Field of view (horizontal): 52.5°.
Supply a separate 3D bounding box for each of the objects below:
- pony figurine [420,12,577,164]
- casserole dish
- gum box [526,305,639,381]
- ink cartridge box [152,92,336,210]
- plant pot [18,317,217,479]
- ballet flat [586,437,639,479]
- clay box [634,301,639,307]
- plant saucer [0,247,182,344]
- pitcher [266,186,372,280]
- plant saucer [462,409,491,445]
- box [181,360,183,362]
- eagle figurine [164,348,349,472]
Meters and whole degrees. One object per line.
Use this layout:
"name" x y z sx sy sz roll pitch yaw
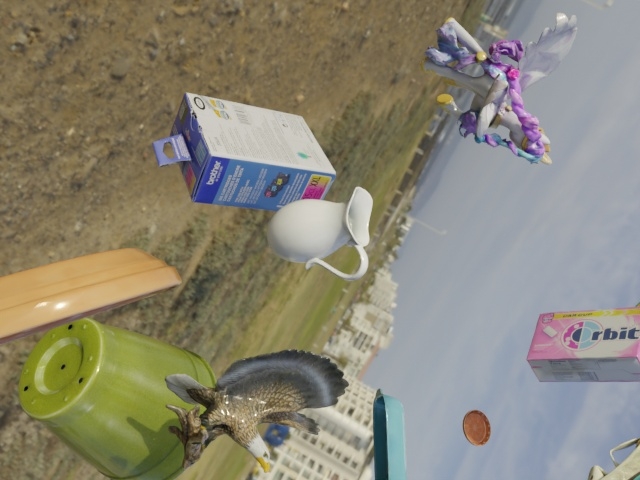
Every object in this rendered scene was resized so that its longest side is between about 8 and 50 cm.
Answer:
"pony figurine" 0.400 -0.353 1.488 0.303 0.363 0.351 -41 153 -9
"casserole dish" 0.115 0.342 1.078 0.114 0.037 0.188 110 -20 -69
"gum box" 0.441 0.173 1.072 0.188 0.062 0.107 -11 -146 41
"ink cartridge box" -0.199 -0.213 1.586 0.151 0.395 0.270 -61 -141 32
"plant pot" -0.491 0.359 1.524 0.366 0.366 0.353 -59 141 -16
"ballet flat" 0.399 0.317 0.879 0.168 0.052 0.057 -34 141 -2
"clay box" 0.663 0.139 1.203 0.222 0.127 0.053 -39 -167 -10
"plant saucer" -0.199 0.045 0.456 0.200 0.037 0.200 -18 179 0
"pitcher" 0.000 0.000 1.272 0.125 0.207 0.177 21 62 -54
"plant saucer" 0.371 0.446 1.546 0.013 0.083 0.083 -34 -161 54
"box" -0.457 0.335 1.579 0.201 0.021 0.164 2 150 -35
"eagle figurine" -0.125 0.320 1.219 0.298 0.226 0.225 -23 108 -33
